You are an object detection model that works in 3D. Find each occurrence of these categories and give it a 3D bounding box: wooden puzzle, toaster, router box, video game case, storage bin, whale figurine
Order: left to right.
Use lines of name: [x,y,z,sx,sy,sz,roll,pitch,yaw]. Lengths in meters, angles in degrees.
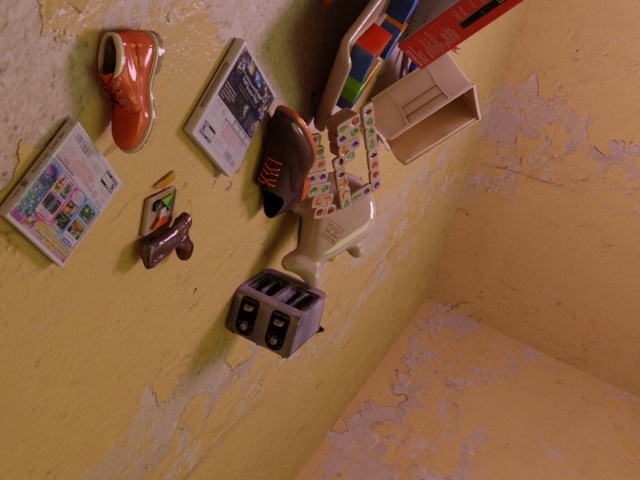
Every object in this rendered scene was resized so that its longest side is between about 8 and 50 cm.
video game case: [-0.322,-0.056,0.950,0.143,0.019,0.157,-59,163,-18]
wooden puzzle: [-0.251,-0.046,1.177,0.078,0.014,0.116,-42,152,-51]
video game case: [-0.145,-0.214,1.248,0.173,0.022,0.190,-62,162,-9]
toaster: [-0.089,0.158,1.668,0.185,0.168,0.110,-33,143,-59]
whale figurine: [0.006,-0.028,1.719,0.272,0.216,0.141,-60,-159,-13]
wooden puzzle: [0.111,-0.403,1.492,0.348,0.080,0.322,-61,180,-18]
storage bin: [0.264,-0.329,1.942,0.260,0.123,0.262,-33,165,8]
router box: [0.331,-0.568,1.639,0.301,0.082,0.335,-28,-148,42]

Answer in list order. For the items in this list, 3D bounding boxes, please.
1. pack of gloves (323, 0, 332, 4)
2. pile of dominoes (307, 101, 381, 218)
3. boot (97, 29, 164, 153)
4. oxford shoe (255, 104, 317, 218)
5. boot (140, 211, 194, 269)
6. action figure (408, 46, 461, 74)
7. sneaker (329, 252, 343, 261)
pack of gloves: [0.124,-0.527,1.370,0.195,0.046,0.232,-3,-129,57]
pile of dominoes: [0.053,-0.153,1.567,0.196,0.040,0.251,-34,139,-21]
boot: [-0.248,-0.184,0.937,0.084,0.059,0.158,-22,126,-61]
oxford shoe: [-0.072,-0.141,1.444,0.098,0.097,0.271,-47,156,-29]
boot: [-0.251,0.021,1.217,0.114,0.037,0.106,-53,158,-45]
action figure: [0.282,-0.451,1.976,0.091,0.139,0.280,-32,149,-16]
sneaker: [0.000,0.000,1.887,0.094,0.081,0.208,-50,152,-21]
